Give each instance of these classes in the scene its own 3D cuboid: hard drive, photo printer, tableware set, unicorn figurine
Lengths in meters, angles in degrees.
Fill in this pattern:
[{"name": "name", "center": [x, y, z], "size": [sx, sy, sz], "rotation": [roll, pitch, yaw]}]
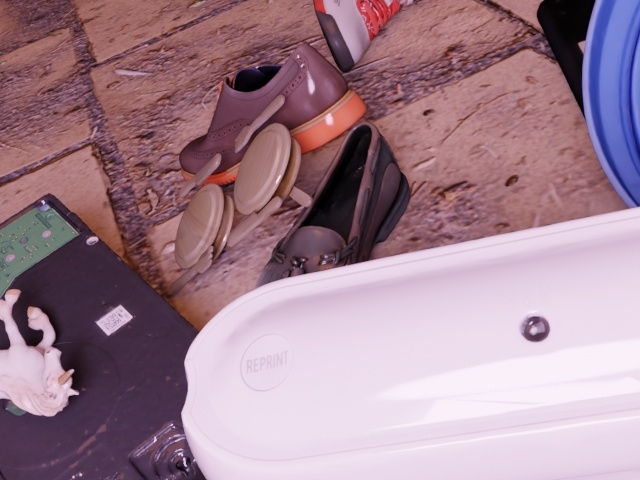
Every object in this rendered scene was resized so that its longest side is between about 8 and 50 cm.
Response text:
[{"name": "hard drive", "center": [-0.227, 0.115, 0.703], "size": [0.237, 0.064, 0.339], "rotation": [-38, 49, -21]}, {"name": "photo printer", "center": [0.098, 0.094, 0.451], "size": [0.307, 0.256, 0.107], "rotation": [-12, 57, 14]}, {"name": "tableware set", "center": [-0.074, -0.033, 0.818], "size": [0.194, 0.039, 0.128], "rotation": [-36, 42, 42]}, {"name": "unicorn figurine", "center": [-0.236, 0.091, 0.651], "size": [0.161, 0.060, 0.111], "rotation": [-25, 53, 11]}]

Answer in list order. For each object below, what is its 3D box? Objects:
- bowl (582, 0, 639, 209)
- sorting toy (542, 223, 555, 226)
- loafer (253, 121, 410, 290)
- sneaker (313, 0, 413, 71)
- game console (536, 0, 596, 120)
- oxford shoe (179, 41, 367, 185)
[{"name": "bowl", "center": [0.375, -0.144, 0.597], "size": [0.391, 0.077, 0.391], "rotation": [-16, 65, 38]}, {"name": "sorting toy", "center": [0.181, 0.020, 0.665], "size": [0.102, 0.061, 0.042], "rotation": [-5, -13, -40]}, {"name": "loafer", "center": [0.000, 0.000, 0.761], "size": [0.096, 0.084, 0.267], "rotation": [2, 42, 27]}, {"name": "sneaker", "center": [0.070, -0.316, 1.133], "size": [0.145, 0.090, 0.270], "rotation": [-17, 33, 10]}, {"name": "game console", "center": [0.409, -0.197, 0.844], "size": [0.342, 0.060, 0.387], "rotation": [-19, 34, 14]}, {"name": "oxford shoe", "center": [-0.071, -0.130, 0.912], "size": [0.271, 0.098, 0.097], "rotation": [-17, 25, 46]}]
